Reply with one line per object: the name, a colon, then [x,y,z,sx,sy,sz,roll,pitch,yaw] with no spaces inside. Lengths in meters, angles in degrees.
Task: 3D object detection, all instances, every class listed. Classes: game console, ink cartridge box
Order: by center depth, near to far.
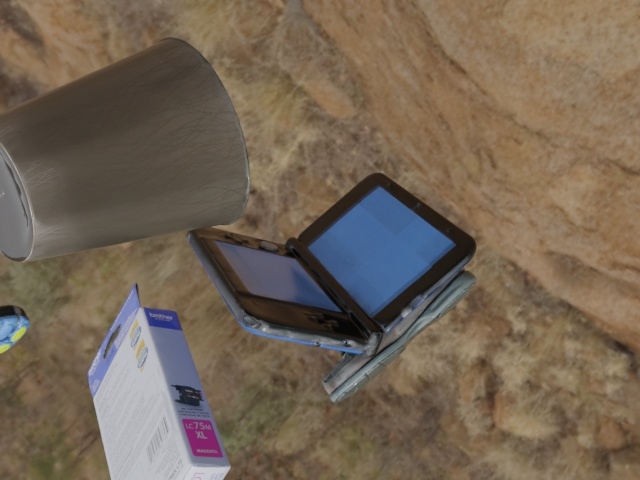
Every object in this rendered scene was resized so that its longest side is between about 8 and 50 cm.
game console: [0.000,0.000,1.033,0.293,0.250,0.173,44,116,58]
ink cartridge box: [-0.217,0.222,1.049,0.185,0.065,0.311,-59,41,26]

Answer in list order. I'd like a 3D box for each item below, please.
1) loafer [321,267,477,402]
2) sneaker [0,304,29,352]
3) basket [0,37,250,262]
loafer: [0.099,0.117,1.170,0.084,0.267,0.096,49,176,16]
sneaker: [-0.376,0.078,0.827,0.188,0.078,0.067,-5,159,25]
basket: [-0.208,-0.077,0.793,0.154,0.227,0.204,-13,99,49]
